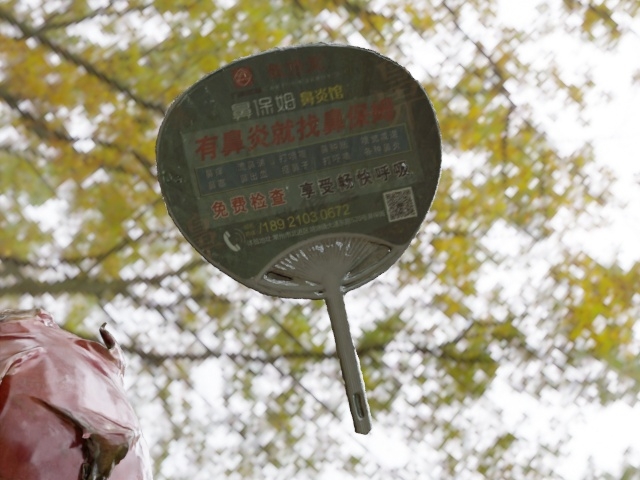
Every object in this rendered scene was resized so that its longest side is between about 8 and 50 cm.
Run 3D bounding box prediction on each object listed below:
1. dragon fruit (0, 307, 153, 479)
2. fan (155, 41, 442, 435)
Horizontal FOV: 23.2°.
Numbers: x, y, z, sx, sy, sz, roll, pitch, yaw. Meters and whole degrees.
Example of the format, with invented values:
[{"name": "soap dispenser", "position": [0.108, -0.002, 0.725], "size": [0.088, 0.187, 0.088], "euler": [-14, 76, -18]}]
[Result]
[{"name": "dragon fruit", "position": [-0.249, 0.201, 1.293], "size": [0.250, 0.315, 0.250], "euler": [-2, -65, -4]}, {"name": "fan", "position": [0.017, -0.029, 1.217], "size": [0.294, 0.223, 0.012], "euler": [49, -11, -4]}]
